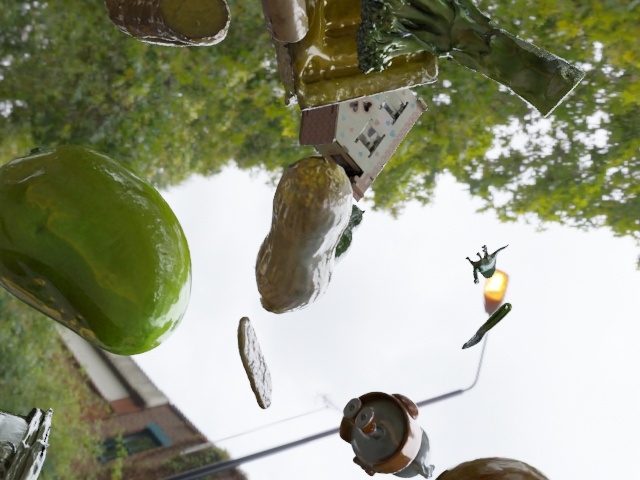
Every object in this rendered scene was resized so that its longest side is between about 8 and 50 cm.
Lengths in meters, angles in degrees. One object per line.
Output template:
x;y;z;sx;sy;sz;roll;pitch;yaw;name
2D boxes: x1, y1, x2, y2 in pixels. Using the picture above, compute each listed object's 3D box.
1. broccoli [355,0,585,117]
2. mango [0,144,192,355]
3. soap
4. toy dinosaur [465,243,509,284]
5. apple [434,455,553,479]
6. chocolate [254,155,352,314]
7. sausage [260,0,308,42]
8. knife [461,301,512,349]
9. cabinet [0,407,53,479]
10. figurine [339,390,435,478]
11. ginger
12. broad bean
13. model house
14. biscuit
0.212;-0.307;1.055;0.361;0.252;0.221;50;-52;32;broccoli
-0.249;0.003;0.761;0.273;0.185;0.149;28;-23;14;mango
0.055;-0.389;1.249;0.143;0.281;0.259;-135;-146;-70;soap
0.320;0.040;1.314;0.029;0.120;0.060;-15;-80;56;toy dinosaur
0.234;0.394;0.914;0.211;0.188;0.211;175;-90;-89;apple
-0.029;0.001;1.116;0.134;0.134;0.309;53;-43;36;chocolate
-0.071;-0.385;0.830;0.066;0.066;0.301;44;-19;42;sausage
0.307;0.161;1.275;0.022;0.026;0.184;61;-29;23;knife
-0.429;0.240;0.555;0.289;0.318;0.227;-69;-163;-11;cabinet
0.122;0.354;1.191;0.143;0.143;0.271;33;-26;47;figurine
-0.306;-0.464;1.432;0.354;0.190;0.126;22;-89;44;ginger
0.007;0.009;1.353;0.098;0.318;0.056;54;-44;-1;broad bean
0.064;-0.284;1.589;0.169;0.244;0.326;12;-119;54;model house
-0.089;0.168;0.942;0.071;0.018;0.147;-89;167;-58;biscuit
